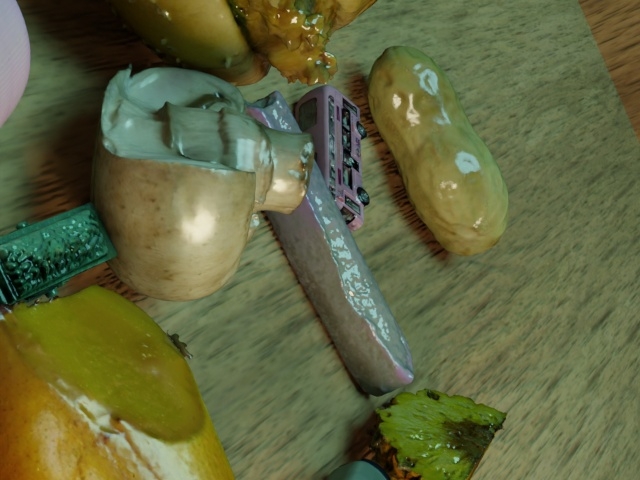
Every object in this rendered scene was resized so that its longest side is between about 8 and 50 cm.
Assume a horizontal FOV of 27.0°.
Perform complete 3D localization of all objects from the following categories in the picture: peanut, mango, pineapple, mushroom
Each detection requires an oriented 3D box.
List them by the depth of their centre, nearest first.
[{"bbox_3d":[-0.169,0.169,1.030,0.187,0.138,0.257,-22,75,-41],"label":"mango"},{"bbox_3d":[-0.118,-0.040,1.238,0.195,0.189,0.253,8,31,-12],"label":"mushroom"},{"bbox_3d":[0.108,0.268,1.538,0.140,0.164,0.250,26,31,13],"label":"pineapple"},{"bbox_3d":[0.165,-0.123,1.847,0.318,0.148,0.147,64,29,-12],"label":"peanut"}]

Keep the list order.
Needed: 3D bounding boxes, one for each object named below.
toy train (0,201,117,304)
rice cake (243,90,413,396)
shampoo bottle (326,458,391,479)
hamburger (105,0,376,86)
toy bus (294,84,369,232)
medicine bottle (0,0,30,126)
[{"bbox_3d":[-0.243,0.020,1.094,0.172,0.099,0.070,-31,97,-60],"label":"toy train"},{"bbox_3d":[0.000,0.001,1.544,0.064,0.070,0.399,-40,106,-53],"label":"rice cake"},{"bbox_3d":[0.036,0.296,1.268,0.359,0.078,0.134,7,62,-84],"label":"shampoo bottle"},{"bbox_3d":[-0.086,-0.289,1.312,0.287,0.268,0.445,58,0,31],"label":"hamburger"},{"bbox_3d":[0.011,-0.101,1.650,0.090,0.063,0.203,36,39,-39],"label":"toy bus"},{"bbox_3d":[-0.345,-0.075,0.885,0.202,0.202,0.315,54,31,-23],"label":"medicine bottle"}]
